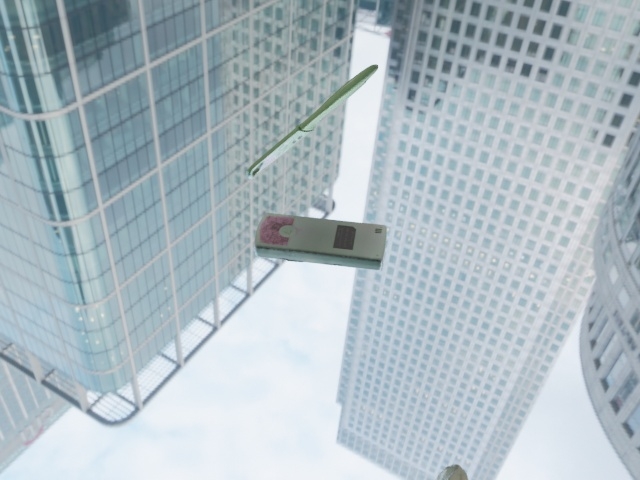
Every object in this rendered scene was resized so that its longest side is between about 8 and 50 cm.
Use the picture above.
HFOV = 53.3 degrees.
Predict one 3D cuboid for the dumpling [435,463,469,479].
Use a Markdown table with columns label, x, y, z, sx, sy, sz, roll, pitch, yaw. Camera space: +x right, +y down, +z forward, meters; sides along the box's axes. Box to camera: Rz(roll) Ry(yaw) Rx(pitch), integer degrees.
| label | x | y | z | sx | sy | sz | roll | pitch | yaw |
| --- | --- | --- | --- | --- | --- | --- | --- | --- | --- |
| dumpling | 0.153 | 0.573 | 1.037 | 0.233 | 0.315 | 0.395 | 19 | -149 | 15 |

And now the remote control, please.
| label | x | y | z | sx | sy | sz | roll | pitch | yaw |
| --- | --- | --- | --- | --- | --- | --- | --- | --- | --- |
| remote control | 0.000 | 0.001 | 1.676 | 0.344 | 0.050 | 0.145 | 6 | -137 | 7 |

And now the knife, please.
| label | x | y | z | sx | sy | sz | roll | pitch | yaw |
| --- | --- | --- | --- | --- | --- | --- | --- | --- | --- |
| knife | -0.011 | -0.141 | 0.766 | 0.207 | 0.030 | 0.014 | -38 | -104 | 9 |
